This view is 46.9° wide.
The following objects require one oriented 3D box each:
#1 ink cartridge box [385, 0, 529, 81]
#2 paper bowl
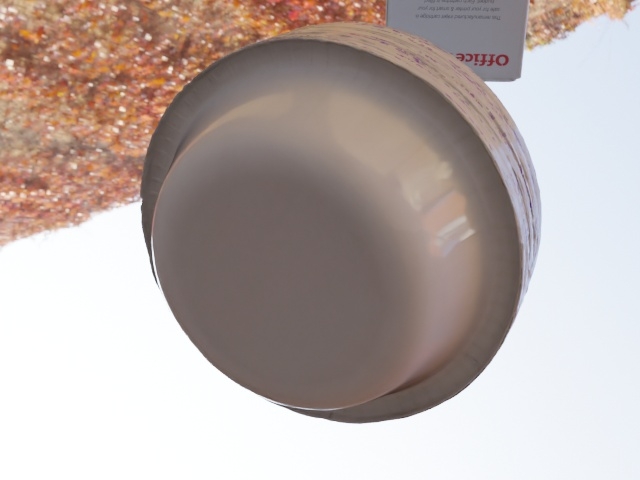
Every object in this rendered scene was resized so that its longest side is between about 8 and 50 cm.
[{"bbox_3d":[0.124,-0.240,0.677,0.128,0.072,0.175,3,-67,5],"label":"ink cartridge box"},{"bbox_3d":[0.000,0.000,0.515,0.284,0.148,0.284,10,-64,22],"label":"paper bowl"}]
